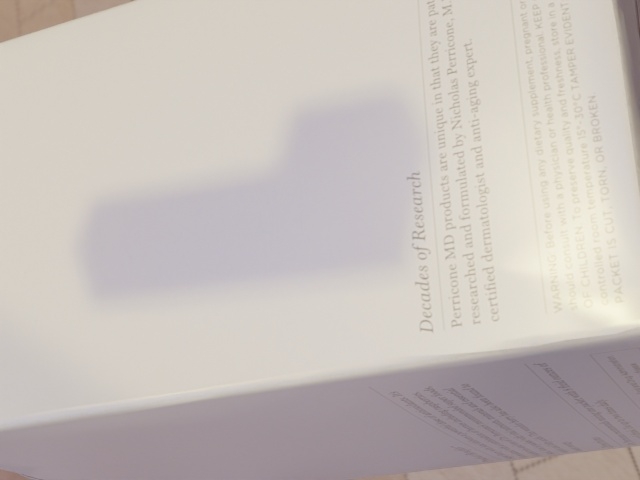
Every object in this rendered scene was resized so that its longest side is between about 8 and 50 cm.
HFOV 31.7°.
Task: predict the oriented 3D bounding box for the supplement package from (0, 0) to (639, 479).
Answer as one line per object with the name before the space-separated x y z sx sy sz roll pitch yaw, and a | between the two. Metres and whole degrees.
supplement package | 0.000 0.000 0.475 0.292 0.177 0.175 -12 66 22
